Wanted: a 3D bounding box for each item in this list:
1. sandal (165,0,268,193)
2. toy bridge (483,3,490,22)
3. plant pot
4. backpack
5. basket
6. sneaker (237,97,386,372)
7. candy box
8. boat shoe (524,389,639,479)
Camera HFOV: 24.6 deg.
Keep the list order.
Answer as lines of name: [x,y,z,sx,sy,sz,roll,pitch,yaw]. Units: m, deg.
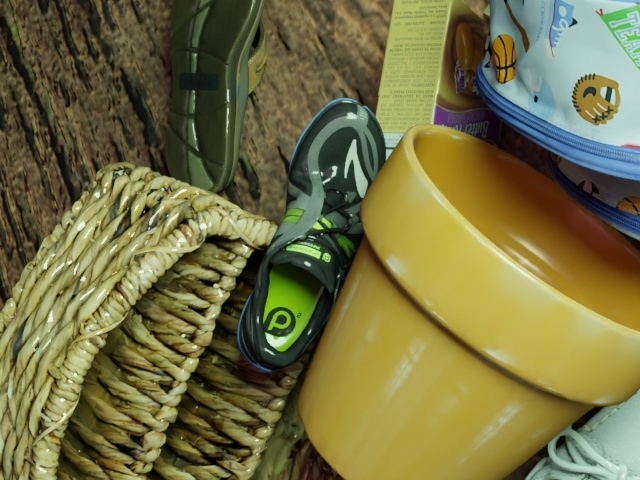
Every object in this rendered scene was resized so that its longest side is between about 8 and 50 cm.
sandal: [-0.074,-0.143,1.193,0.090,0.060,0.219,8,95,37]
toy bridge: [0.088,-0.230,1.139,0.188,0.026,0.063,37,93,32]
plant pot: [0.086,0.063,0.908,0.205,0.205,0.188,48,114,30]
backpack: [0.225,-0.115,0.868,0.276,0.263,0.213,-140,54,-61]
basket: [-0.099,0.117,1.039,0.223,0.213,0.299,26,91,33]
sneaker: [0.000,0.000,0.959,0.067,0.078,0.188,21,91,-11]
candy box: [0.084,-0.070,1.049,0.053,0.109,0.187,4,79,32]
boat shoe: [0.154,0.208,0.928,0.320,0.103,0.118,-49,59,-1]
